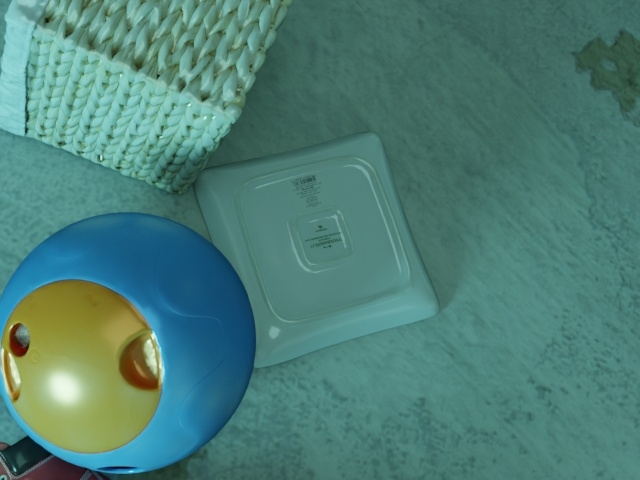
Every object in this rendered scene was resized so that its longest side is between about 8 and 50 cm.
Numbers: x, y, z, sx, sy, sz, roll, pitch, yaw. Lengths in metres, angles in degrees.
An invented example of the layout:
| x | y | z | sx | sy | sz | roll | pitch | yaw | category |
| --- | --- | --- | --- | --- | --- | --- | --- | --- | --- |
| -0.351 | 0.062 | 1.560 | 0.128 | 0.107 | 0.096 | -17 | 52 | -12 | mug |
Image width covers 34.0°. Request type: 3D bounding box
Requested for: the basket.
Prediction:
| x | y | z | sx | sy | sz | roll | pitch | yaw | category |
| --- | --- | --- | --- | --- | --- | --- | --- | --- | --- |
| -0.200 | -0.266 | 1.267 | 0.266 | 0.331 | 0.328 | 27 | 69 | -11 | basket |

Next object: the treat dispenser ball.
| x | y | z | sx | sy | sz | roll | pitch | yaw | category |
| --- | --- | --- | --- | --- | --- | --- | --- | --- | --- |
| -0.216 | 0.112 | 1.165 | 0.288 | 0.288 | 0.288 | 4 | 73 | -13 | treat dispenser ball |

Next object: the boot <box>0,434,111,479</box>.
| x | y | z | sx | sy | sz | roll | pitch | yaw | category |
| --- | --- | --- | --- | --- | --- | --- | --- | --- | --- |
| -0.353 | 0.330 | 1.176 | 0.176 | 0.088 | 0.244 | 44 | 61 | 1 | boot |

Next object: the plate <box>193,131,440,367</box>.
| x | y | z | sx | sy | sz | roll | pitch | yaw | category |
| --- | --- | --- | --- | --- | --- | --- | --- | --- | --- |
| 0.000 | 0.000 | 1.384 | 0.277 | 0.045 | 0.278 | -15 | 78 | -17 | plate |
